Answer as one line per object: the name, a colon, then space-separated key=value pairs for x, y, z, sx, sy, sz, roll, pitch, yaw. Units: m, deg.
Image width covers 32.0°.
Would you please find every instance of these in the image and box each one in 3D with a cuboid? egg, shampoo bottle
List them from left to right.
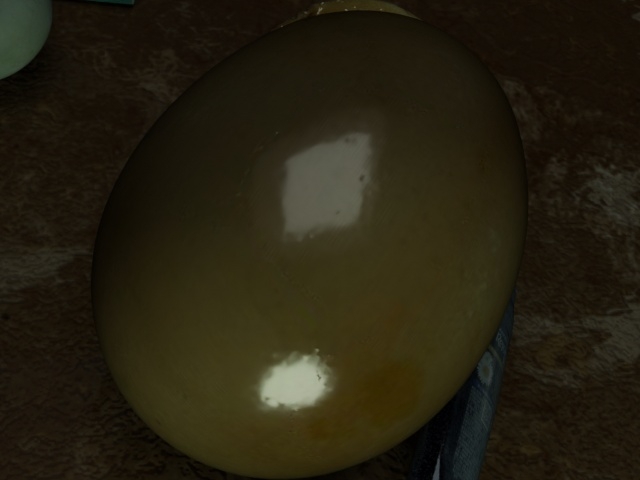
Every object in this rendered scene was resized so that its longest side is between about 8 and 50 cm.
egg: x=-0.348 y=-0.222 z=1.018 sx=0.209 sy=0.151 sz=0.151 roll=14 pitch=55 yaw=4
egg: x=0.000 y=0.000 z=0.843 sx=0.301 sy=0.301 sz=0.374 roll=39 pitch=78 yaw=14
shampoo bottle: x=0.120 y=0.126 z=0.926 sx=0.049 sy=0.087 sz=0.234 roll=1 pitch=51 yaw=25

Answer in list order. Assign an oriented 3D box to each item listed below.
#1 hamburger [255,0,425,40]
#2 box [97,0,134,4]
hamburger: x=0.033 y=-0.139 z=1.069 sx=0.213 sy=0.108 sz=0.214 roll=6 pitch=55 yaw=-8
box: x=-0.303 y=-0.325 z=1.162 sx=0.229 sy=0.041 sz=0.162 roll=4 pitch=57 yaw=-9
